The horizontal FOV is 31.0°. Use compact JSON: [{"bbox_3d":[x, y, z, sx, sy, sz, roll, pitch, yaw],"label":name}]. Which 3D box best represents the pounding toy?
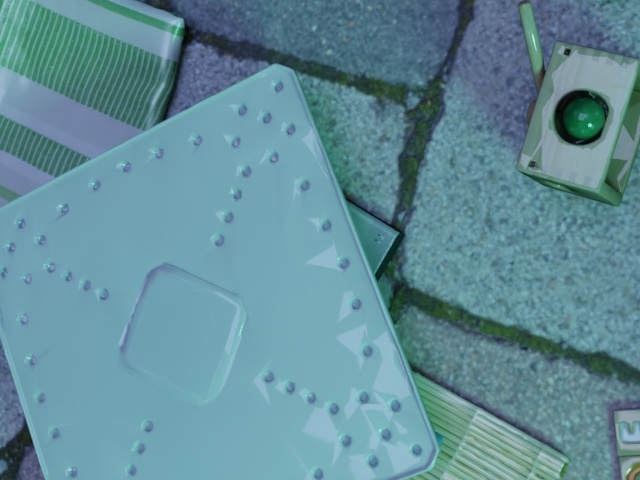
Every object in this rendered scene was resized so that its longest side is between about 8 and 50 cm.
[{"bbox_3d":[0.208,-0.110,0.954,0.100,0.141,0.130,18,93,24],"label":"pounding toy"}]

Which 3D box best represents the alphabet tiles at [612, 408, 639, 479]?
[{"bbox_3d":[0.347,0.212,0.941,0.198,0.009,0.237,-7,84,23],"label":"alphabet tiles"}]

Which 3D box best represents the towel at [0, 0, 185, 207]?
[{"bbox_3d":[-0.287,-0.118,1.222,0.248,0.038,0.324,24,95,22],"label":"towel"}]

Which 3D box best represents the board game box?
[{"bbox_3d":[-0.121,0.088,1.101,0.390,0.050,0.390,-25,79,20],"label":"board game box"}]

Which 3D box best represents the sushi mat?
[{"bbox_3d":[0.057,0.188,1.061,0.317,0.019,0.151,28,96,23],"label":"sushi mat"}]

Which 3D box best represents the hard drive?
[{"bbox_3d":[0.000,0.000,1.098,0.135,0.022,0.094,32,99,22],"label":"hard drive"}]
